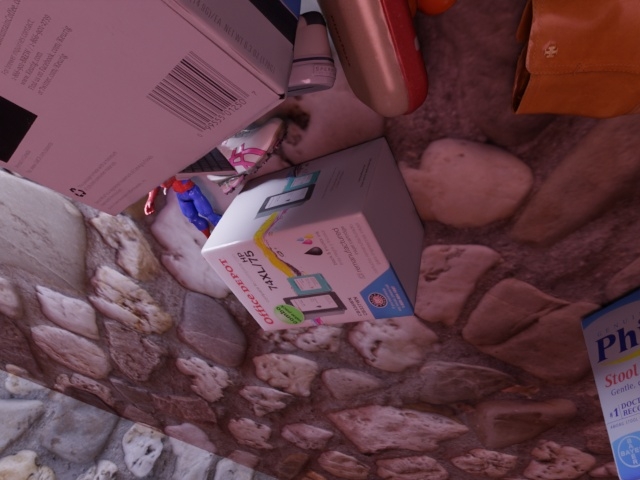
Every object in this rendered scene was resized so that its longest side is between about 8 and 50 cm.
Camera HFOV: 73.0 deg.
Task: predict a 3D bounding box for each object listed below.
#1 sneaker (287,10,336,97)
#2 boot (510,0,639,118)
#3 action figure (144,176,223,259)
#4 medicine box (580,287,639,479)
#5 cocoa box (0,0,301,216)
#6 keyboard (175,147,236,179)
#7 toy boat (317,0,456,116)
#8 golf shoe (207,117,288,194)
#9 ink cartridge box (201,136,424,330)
[{"bbox_3d":[-0.086,-0.236,0.579,0.258,0.094,0.091,6,101,36],"label":"sneaker"},{"bbox_3d":[0.316,-0.243,0.416,0.211,0.104,0.295,1,141,4],"label":"boot"},{"bbox_3d":[-0.248,-0.057,0.775,0.091,0.139,0.280,-4,127,21],"label":"action figure"},{"bbox_3d":[0.564,0.200,0.624,0.149,0.289,0.263,27,134,-10],"label":"medicine box"},{"bbox_3d":[-0.215,-0.216,0.452,0.347,0.228,0.231,-20,142,40],"label":"cocoa box"},{"bbox_3d":[-0.180,-0.125,0.615,0.072,0.256,0.014,-12,116,-18],"label":"keyboard"},{"bbox_3d":[0.086,-0.267,0.483,0.151,0.151,0.231,-27,124,1],"label":"toy boat"},{"bbox_3d":[-0.130,-0.145,0.696,0.186,0.067,0.086,-30,115,37],"label":"golf shoe"},{"bbox_3d":[0.000,0.000,0.694,0.270,0.197,0.198,-13,126,29],"label":"ink cartridge box"}]
